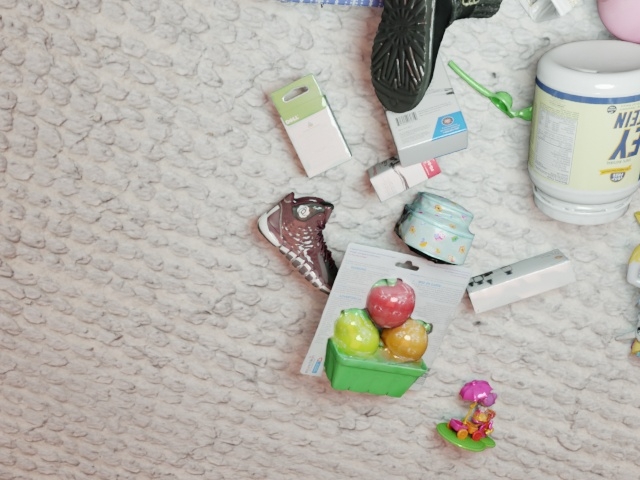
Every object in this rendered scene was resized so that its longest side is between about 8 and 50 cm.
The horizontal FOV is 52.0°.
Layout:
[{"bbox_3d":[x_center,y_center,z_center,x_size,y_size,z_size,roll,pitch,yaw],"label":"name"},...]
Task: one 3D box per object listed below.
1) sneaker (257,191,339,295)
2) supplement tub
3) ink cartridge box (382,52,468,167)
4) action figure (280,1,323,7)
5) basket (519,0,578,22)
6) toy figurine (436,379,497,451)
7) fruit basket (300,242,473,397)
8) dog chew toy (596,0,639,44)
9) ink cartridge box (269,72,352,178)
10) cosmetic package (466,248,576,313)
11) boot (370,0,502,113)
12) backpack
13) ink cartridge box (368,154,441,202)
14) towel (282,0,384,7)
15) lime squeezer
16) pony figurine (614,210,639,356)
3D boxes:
[{"bbox_3d":[0.000,0.000,1.535,0.281,0.106,0.162,43,102,-10],"label":"sneaker"},{"bbox_3d":[0.552,-0.220,1.344,0.235,0.235,0.325,-4,125,4],"label":"supplement tub"},{"bbox_3d":[0.211,-0.277,1.391,0.148,0.086,0.203,-16,66,7],"label":"ink cartridge box"},{"bbox_3d":[-0.067,-0.565,1.337,0.276,0.141,0.164,4,106,5],"label":"action figure"},{"bbox_3d":[0.467,-0.518,1.316,0.103,0.167,0.113,-38,102,8],"label":"basket"},{"bbox_3d":[0.399,0.432,1.662,0.173,0.130,0.159,15,99,-25],"label":"toy figurine"},{"bbox_3d":[0.151,0.186,1.541,0.327,0.165,0.353,11,106,-20],"label":"fruit basket"},{"bbox_3d":[0.728,-0.467,1.310,0.332,0.206,0.206,18,108,-12],"label":"dog chew toy"},{"bbox_3d":[-0.019,-0.258,1.472,0.109,0.062,0.209,-24,105,10],"label":"ink cartridge box"},{"bbox_3d":[0.464,0.094,1.546,0.239,0.099,0.060,-20,106,8],"label":"cosmetic package"},{"bbox_3d":[0.243,-0.438,1.319,0.131,0.260,0.348,30,126,35],"label":"boot"},{"bbox_3d":[0.262,-0.024,1.469,0.166,0.188,0.144,23,107,-4],"label":"backpack"},{"bbox_3d":[0.185,-0.156,1.471,0.150,0.109,0.063,-26,106,10],"label":"ink cartridge box"},{"bbox_3d":[0.065,-0.584,1.276,0.336,0.040,0.243,-2,120,-15],"label":"towel"},{"bbox_3d":[0.428,-0.321,1.436,0.310,0.059,0.110,7,108,1],"label":"lime squeezer"},{"bbox_3d":[0.858,0.133,1.479,0.351,0.303,0.363,8,115,34],"label":"pony figurine"}]
